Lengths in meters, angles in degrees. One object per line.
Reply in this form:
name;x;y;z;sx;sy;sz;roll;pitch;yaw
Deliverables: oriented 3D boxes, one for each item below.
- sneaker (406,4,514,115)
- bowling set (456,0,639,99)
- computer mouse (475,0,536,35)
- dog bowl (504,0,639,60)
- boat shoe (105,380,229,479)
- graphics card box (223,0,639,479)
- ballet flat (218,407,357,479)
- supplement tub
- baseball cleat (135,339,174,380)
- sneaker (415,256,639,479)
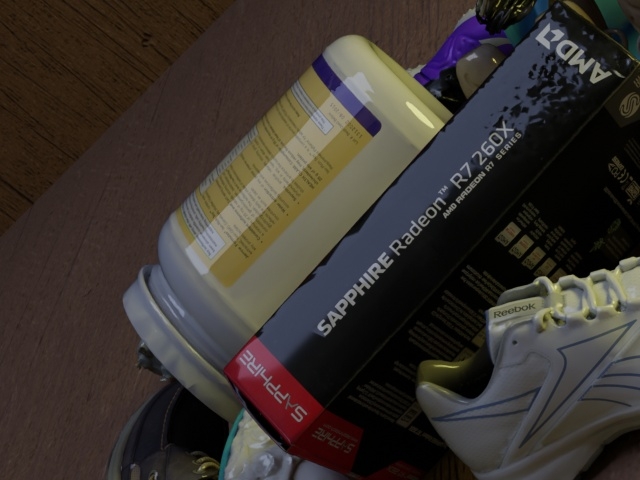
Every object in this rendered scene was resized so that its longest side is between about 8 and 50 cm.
sneaker;0.133;-0.135;1.794;0.293;0.102;0.146;-35;26;51
bowling set;0.279;-0.167;1.475;0.200;0.154;0.287;-37;8;-30
computer mouse;0.246;-0.289;1.428;0.272;0.072;0.188;-34;5;39
dog bowl;0.300;-0.284;1.594;0.297;0.166;0.074;-43;5;21
boat shoe;-0.120;0.265;1.548;0.130;0.132;0.355;-27;35;29
graphics card box;0.118;0.019;1.283;0.371;0.233;0.094;-47;60;5
ballet flat;-0.016;0.268;1.291;0.147;0.147;0.409;-37;25;34
supplement tub;0.000;0.000;1.579;0.331;0.241;0.241;-46;18;9
baseball cleat;-0.134;0.103;2.006;0.206;0.072;0.109;-23;17;46
sneaker;0.188;0.073;1.155;0.297;0.129;0.111;-40;19;25
